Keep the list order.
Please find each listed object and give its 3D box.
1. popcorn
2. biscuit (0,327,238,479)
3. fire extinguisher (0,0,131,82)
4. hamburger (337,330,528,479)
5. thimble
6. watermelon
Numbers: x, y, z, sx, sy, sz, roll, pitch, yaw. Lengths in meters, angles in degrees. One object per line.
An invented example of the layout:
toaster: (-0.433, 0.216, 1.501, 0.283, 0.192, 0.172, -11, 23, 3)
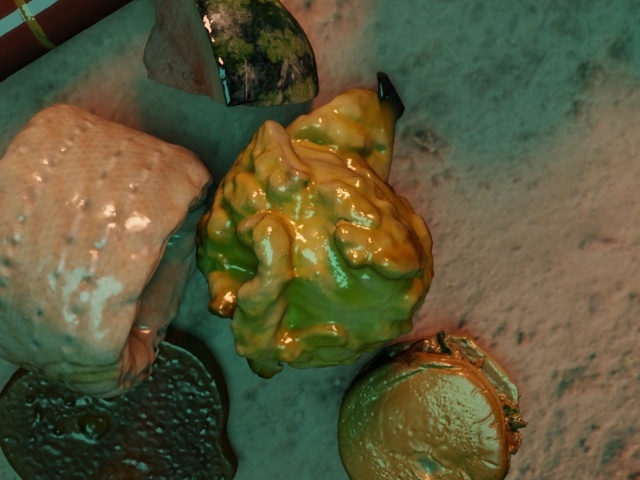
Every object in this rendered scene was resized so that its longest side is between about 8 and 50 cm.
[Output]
popcorn: (-0.008, 0.004, 1.455, 0.237, 0.293, 0.293, -17, 104, 13)
biscuit: (-0.233, 0.220, 1.637, 0.273, 0.049, 0.257, -14, 108, 9)
fire extinguisher: (-0.255, -0.282, 1.470, 0.341, 0.105, 0.141, -31, 82, 4)
hamburger: (0.114, 0.207, 1.577, 0.215, 0.122, 0.189, -40, 94, 17)
thimble: (-0.242, 0.017, 1.463, 0.195, 0.291, 0.291, 23, 106, 4)
watermelon: (-0.090, -0.209, 1.474, 0.202, 0.207, 0.136, 22, 97, 38)
